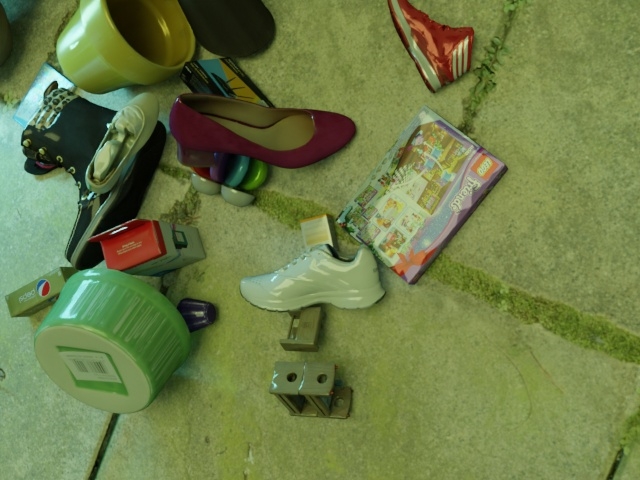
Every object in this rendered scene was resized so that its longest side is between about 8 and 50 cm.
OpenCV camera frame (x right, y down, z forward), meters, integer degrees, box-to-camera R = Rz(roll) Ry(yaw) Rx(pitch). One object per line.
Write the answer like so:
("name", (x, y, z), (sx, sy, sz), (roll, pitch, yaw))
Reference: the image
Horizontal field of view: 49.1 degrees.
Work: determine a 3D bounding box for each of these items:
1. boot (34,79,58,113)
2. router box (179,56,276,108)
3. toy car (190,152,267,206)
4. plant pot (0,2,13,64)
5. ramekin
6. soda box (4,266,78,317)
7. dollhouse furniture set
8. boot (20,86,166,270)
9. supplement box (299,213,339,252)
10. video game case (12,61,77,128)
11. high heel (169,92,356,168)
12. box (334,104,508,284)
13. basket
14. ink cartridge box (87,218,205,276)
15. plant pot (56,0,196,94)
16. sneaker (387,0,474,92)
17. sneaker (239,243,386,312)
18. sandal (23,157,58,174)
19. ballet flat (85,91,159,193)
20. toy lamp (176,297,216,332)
("boot", (-0.622, -0.315, 1.697), (0.114, 0.037, 0.106), (34, 106, 7))
("router box", (-0.195, -0.313, 1.495), (0.179, 0.133, 0.046), (49, 131, 16))
("toy car", (-0.204, -0.166, 1.486), (0.181, 0.136, 0.159), (22, 93, 21))
("plant pot", (-0.862, -0.508, 1.772), (0.237, 0.109, 0.238), (-2, 86, 21))
("ramekin", (-0.437, 0.219, 1.454), (0.303, 0.148, 0.304), (11, 130, 13))
("soda box", (-0.662, 0.124, 1.676), (0.181, 0.061, 0.058), (-26, 78, 17))
("dollhouse furniture set", (-0.005, 0.245, 1.409), (0.128, 0.129, 0.184), (-1, 56, 20))
("boot", (-0.549, -0.150, 1.598), (0.284, 0.138, 0.378), (26, 91, 13))
("supplement box", (0.000, 0.000, 1.450), (0.062, 0.036, 0.099), (-14, 82, 20))
("video game case", (-0.687, -0.344, 1.745), (0.119, 0.015, 0.166), (37, 99, 19))
("high heel", (-0.099, -0.227, 1.356), (0.377, 0.181, 0.127), (-13, 66, -15))
("box", (0.193, -0.087, 1.373), (0.201, 0.057, 0.293), (42, 100, 19))
("basket", (-0.222, -0.510, 1.454), (0.204, 0.227, 0.154), (23, 79, 20))
("ink cartridge box", (-0.363, 0.018, 1.481), (0.134, 0.231, 0.078), (-21, 79, 18))
("plant pot", (-0.448, -0.446, 1.555), (0.239, 0.254, 0.254), (-18, 79, 34))
("sneaker", (0.225, -0.414, 1.384), (0.128, 0.087, 0.221), (-26, 90, 8))
("sneaker", (-0.020, 0.069, 1.402), (0.296, 0.111, 0.129), (-5, 105, 11))
("sandal", (-0.655, -0.203, 1.709), (0.179, 0.040, 0.067), (-9, 83, 20))
("ballet flat", (-0.422, -0.212, 1.483), (0.086, 0.086, 0.249), (25, 84, 20))
("toy lamp", (-0.361, 0.173, 1.552), (0.274, 0.080, 0.080), (-9, 83, 20))
